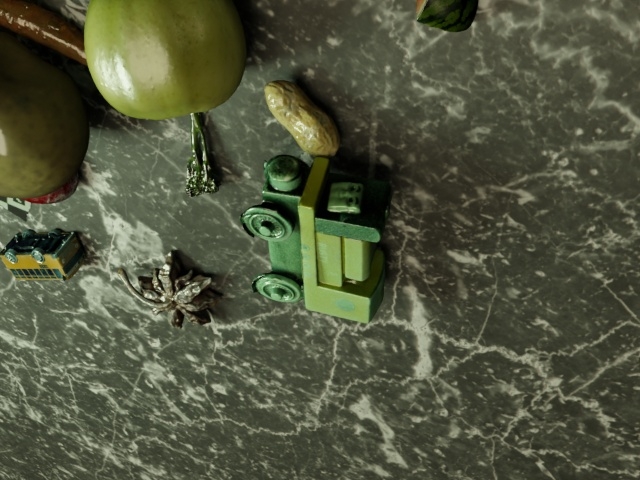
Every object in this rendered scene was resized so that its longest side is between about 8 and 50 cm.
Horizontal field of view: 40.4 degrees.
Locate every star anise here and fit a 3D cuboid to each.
[{"bbox_3d":[-0.336,0.119,1.945,0.231,0.089,0.209,-5,119,13],"label":"star anise"}]

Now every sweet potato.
[{"bbox_3d":[-0.506,-0.393,1.599,0.314,0.066,0.072,24,154,1],"label":"sweet potato"}]

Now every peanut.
[{"bbox_3d":[-0.030,-0.214,1.524,0.174,0.080,0.080,45,132,-17],"label":"peanut"}]

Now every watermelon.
[{"bbox_3d":[0.182,-0.382,1.304,0.094,0.125,0.135,18,110,52],"label":"watermelon"}]

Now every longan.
[{"bbox_3d":[-0.592,-0.238,1.621,0.350,0.288,0.288,41,133,-3],"label":"longan"}]

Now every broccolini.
[{"bbox_3d":[-0.230,-0.177,1.684,0.073,0.058,0.201,5,116,2],"label":"broccolini"}]

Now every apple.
[{"bbox_3d":[-0.259,-0.328,1.434,0.279,0.279,0.279,13,132,14],"label":"apple"}]

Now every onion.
[{"bbox_3d":[-0.610,-0.131,1.806,0.205,0.098,0.151,20,127,-22],"label":"onion"}]

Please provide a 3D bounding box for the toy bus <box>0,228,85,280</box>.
[{"bbox_3d":[-0.638,0.039,2.011,0.182,0.091,0.103,-1,130,28],"label":"toy bus"}]

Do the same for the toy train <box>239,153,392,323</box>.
[{"bbox_3d":[0.000,0.000,1.616,0.253,0.160,0.397,12,145,10],"label":"toy train"}]

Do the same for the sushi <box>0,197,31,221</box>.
[{"bbox_3d":[-0.766,-0.204,1.874,0.339,0.069,0.320,34,134,-5],"label":"sushi"}]
